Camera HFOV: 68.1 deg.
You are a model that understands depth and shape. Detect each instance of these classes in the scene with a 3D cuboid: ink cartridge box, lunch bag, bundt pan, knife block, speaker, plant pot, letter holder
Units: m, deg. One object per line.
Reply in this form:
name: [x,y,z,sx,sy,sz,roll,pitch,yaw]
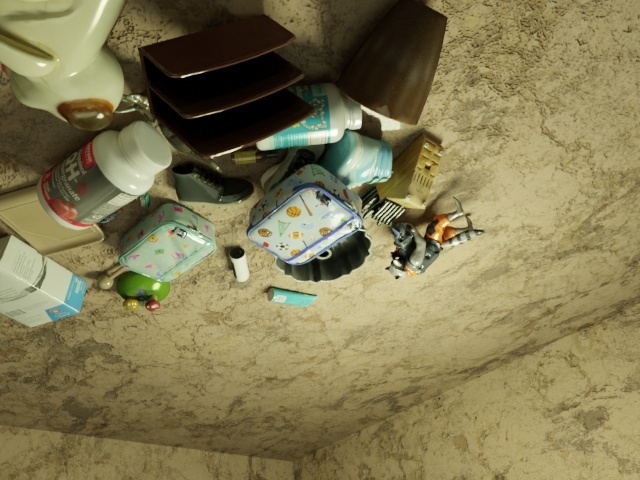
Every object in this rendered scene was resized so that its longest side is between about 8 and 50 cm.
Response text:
ink cartridge box: [-0.952,0.138,1.506,0.223,0.128,0.307,-16,141,17]
lunch bag: [-0.473,0.015,1.493,0.279,0.107,0.224,-31,136,23]
bundt pan: [0.000,0.000,1.569,0.332,0.124,0.330,-7,141,-6]
knife block: [0.229,-0.178,1.454,0.088,0.242,0.275,21,86,-34]
speaker: [-0.283,0.084,1.660,0.055,0.055,0.136,-6,141,-6]
plant pot: [0.180,-0.414,1.072,0.216,0.215,0.230,13,121,-26]
letter holder: [-0.172,-0.320,0.976,0.302,0.214,0.151,-31,149,-30]
lunch bag: [-0.036,-0.059,1.308,0.304,0.114,0.243,-31,128,32]

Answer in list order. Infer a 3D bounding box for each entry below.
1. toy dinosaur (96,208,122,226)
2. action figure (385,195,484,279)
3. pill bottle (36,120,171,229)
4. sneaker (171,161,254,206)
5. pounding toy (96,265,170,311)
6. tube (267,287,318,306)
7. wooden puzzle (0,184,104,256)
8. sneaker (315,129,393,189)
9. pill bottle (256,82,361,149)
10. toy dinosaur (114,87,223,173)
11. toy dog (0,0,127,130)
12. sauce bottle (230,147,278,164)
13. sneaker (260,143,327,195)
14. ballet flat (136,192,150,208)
toy dinosaur: [-0.633,-0.078,1.418,0.082,0.047,0.090,-14,176,-11]
action figure: [0.352,0.009,1.567,0.330,0.178,0.341,-42,160,10]
pill bottle: [-0.542,-0.169,1.205,0.319,0.176,0.176,-27,138,19]
sneaker: [-0.303,-0.162,1.339,0.222,0.083,0.118,-6,140,-4]
pounding toy: [-0.644,0.188,1.661,0.183,0.110,0.237,-24,139,16]
tube: [-0.111,0.231,1.883,0.207,0.052,0.080,16,139,-35]
wooden puzzle: [-0.793,-0.063,1.388,0.221,0.044,0.238,-15,136,6]
sneaker: [0.091,-0.180,1.379,0.209,0.126,0.319,1,152,-31]
pill bottle: [-0.036,-0.309,1.174,0.265,0.146,0.146,-8,140,-4]
toy dinosaur: [-0.342,-0.289,1.179,0.161,0.120,0.313,-10,147,19]
toy dog: [-0.490,-0.415,0.891,0.396,0.284,0.407,-14,146,-28]
sauce bottle: [-0.183,-0.235,1.312,0.128,0.042,0.042,-7,140,-7]
sneaker: [-0.068,-0.202,1.326,0.100,0.107,0.271,22,130,-31]
ballet flat: [-0.512,-0.138,1.359,0.041,0.041,0.114,3,138,-16]
